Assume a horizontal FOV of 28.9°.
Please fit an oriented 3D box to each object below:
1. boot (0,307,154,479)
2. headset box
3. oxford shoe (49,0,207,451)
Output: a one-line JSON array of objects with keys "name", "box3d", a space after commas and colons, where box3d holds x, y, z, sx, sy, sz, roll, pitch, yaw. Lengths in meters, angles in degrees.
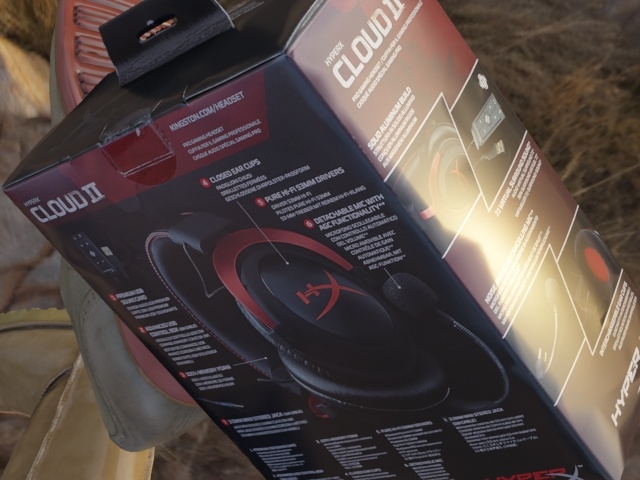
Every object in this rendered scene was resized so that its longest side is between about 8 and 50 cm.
[{"name": "boot", "box3d": [-0.220, 0.169, 0.916, 0.089, 0.236, 0.269, 55, 32, -35]}, {"name": "headset box", "box3d": [0.000, 0.000, 0.622, 0.293, 0.218, 0.110, 51, 47, -21]}, {"name": "oxford shoe", "box3d": [-0.137, -0.029, 0.817, 0.123, 0.130, 0.348, 14, 48, -35]}]
